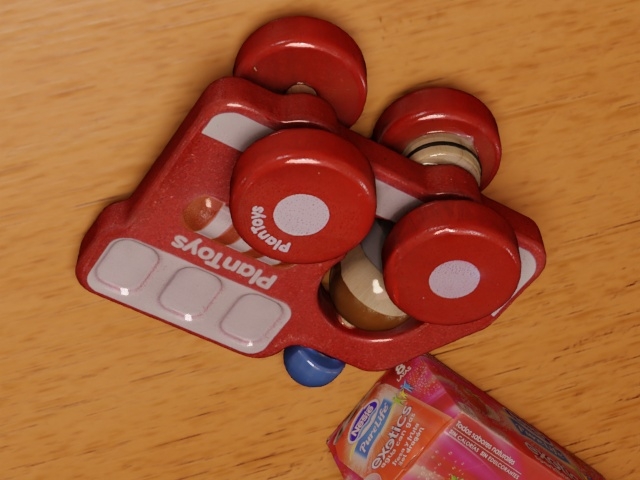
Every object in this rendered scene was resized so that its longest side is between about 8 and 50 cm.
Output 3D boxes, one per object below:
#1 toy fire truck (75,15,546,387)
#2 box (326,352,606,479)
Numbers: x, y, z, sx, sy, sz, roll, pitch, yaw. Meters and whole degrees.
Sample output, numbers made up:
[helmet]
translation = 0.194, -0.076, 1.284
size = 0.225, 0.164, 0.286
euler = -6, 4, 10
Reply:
[toy fire truck]
translation = 0.000, 0.000, 1.120
size = 0.302, 0.169, 0.254
euler = 24, 128, -23
[box]
translation = 0.146, 0.216, 1.253
size = 0.257, 0.128, 0.122
euler = 36, 99, -25
